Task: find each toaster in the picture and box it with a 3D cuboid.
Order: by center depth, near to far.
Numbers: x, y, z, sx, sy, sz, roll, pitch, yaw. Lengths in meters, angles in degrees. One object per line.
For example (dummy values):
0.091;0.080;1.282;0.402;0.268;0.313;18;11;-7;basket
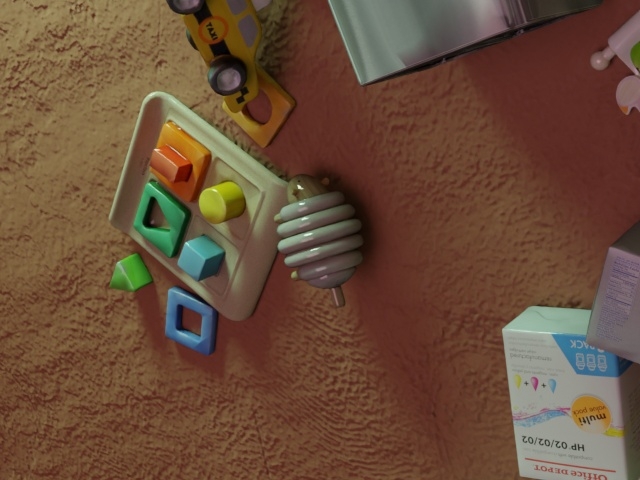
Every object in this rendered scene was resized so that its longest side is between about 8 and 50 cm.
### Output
0.107;-0.200;0.956;0.168;0.186;0.110;-17;94;38;toaster

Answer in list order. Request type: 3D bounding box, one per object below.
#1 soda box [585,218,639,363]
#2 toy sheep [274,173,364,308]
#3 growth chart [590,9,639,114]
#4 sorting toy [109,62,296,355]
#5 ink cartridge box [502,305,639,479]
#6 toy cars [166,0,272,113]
0.357;0.073;0.945;0.286;0.098;0.091;21;119;27;soda box
0.000;0.000;1.178;0.091;0.091;0.132;-20;91;39;toy sheep
0.330;-0.107;0.941;0.237;0.021;0.172;47;127;13;growth chart
-0.132;-0.031;1.280;0.196;0.047;0.347;35;125;19;sorting toy
0.227;0.154;1.093;0.104;0.061;0.181;2;110;35;ink cartridge box
-0.137;-0.308;1.123;0.087;0.176;0.393;-27;90;-1;toy cars
